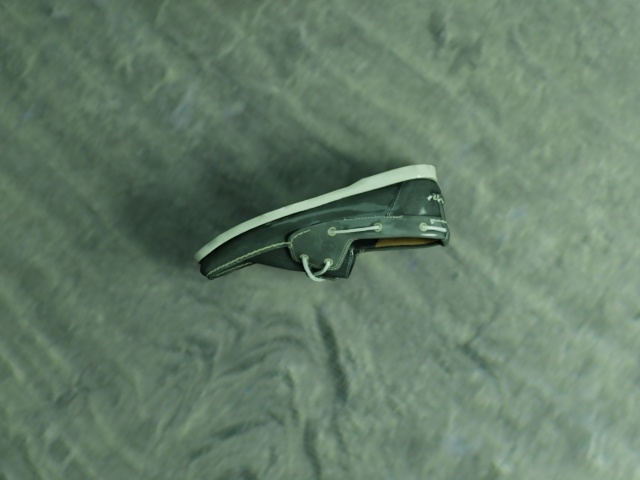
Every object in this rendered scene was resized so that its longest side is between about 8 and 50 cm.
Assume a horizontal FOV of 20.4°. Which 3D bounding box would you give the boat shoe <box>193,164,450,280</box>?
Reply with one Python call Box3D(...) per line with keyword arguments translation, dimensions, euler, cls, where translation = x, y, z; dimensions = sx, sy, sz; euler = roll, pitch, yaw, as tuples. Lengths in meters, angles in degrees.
Box3D(translation=(0.000, 0.000, 1.594), dimensions=(0.233, 0.084, 0.079), euler=(-16, 83, 6), cls="boat shoe")
